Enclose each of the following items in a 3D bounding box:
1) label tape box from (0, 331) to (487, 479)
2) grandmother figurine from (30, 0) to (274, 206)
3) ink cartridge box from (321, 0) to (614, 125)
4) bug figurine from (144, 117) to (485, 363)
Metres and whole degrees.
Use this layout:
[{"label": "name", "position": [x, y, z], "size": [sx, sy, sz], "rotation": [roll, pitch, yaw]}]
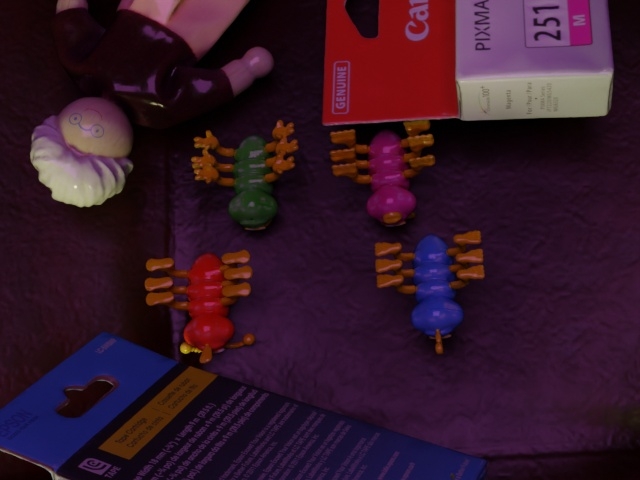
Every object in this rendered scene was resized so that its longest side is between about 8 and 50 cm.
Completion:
[{"label": "label tape box", "position": [-0.067, 0.198, 1.219], "size": [0.334, 0.240, 0.106], "rotation": [17, 109, 12]}, {"label": "grandmother figurine", "position": [-0.147, -0.180, 1.437], "size": [0.208, 0.104, 0.342], "rotation": [22, 72, 22]}, {"label": "ink cartridge box", "position": [0.121, -0.224, 1.404], "size": [0.239, 0.060, 0.275], "rotation": [-2, 56, 6]}, {"label": "bug figurine", "position": [0.000, 0.000, 1.370], "size": [0.279, 0.072, 0.216], "rotation": [-4, 65, 11]}]
